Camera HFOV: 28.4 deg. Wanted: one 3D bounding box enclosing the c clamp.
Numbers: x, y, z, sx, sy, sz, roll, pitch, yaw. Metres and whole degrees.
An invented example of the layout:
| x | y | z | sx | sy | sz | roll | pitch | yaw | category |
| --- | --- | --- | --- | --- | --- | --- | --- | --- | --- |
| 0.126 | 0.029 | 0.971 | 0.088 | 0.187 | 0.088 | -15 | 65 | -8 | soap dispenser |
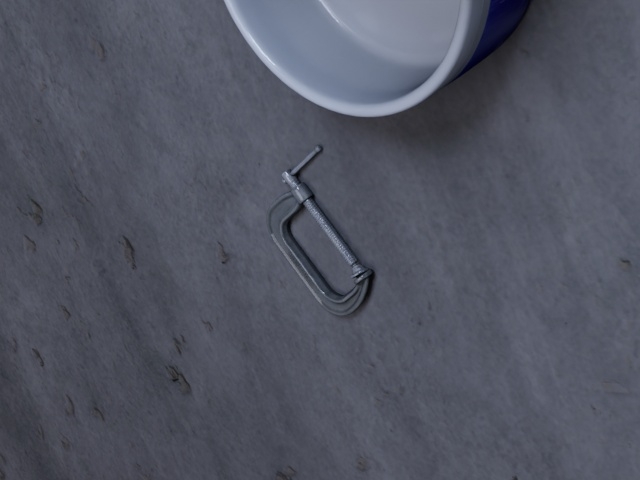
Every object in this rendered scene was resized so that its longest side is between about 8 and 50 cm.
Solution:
| x | y | z | sx | sy | sz | roll | pitch | yaw | category |
| --- | --- | --- | --- | --- | --- | --- | --- | --- | --- |
| 0.000 | 0.000 | 1.271 | 0.137 | 0.022 | 0.160 | -32 | 92 | 50 | c clamp |

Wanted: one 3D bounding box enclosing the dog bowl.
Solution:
| x | y | z | sx | sy | sz | roll | pitch | yaw | category |
| --- | --- | --- | --- | --- | --- | --- | --- | --- | --- |
| 0.037 | -0.239 | 1.008 | 0.265 | 0.104 | 0.264 | 25 | 132 | 31 | dog bowl |
